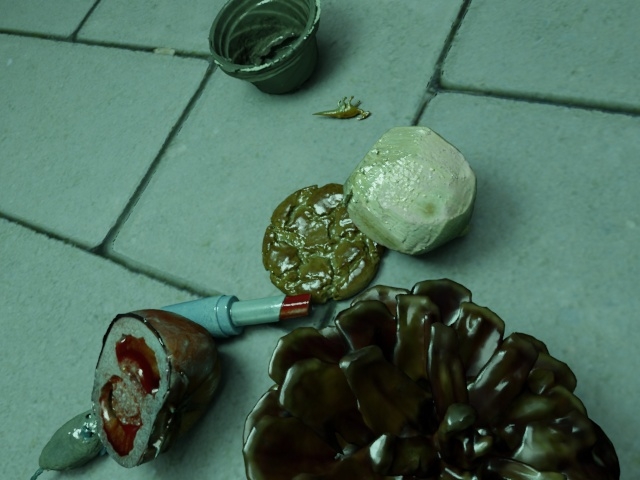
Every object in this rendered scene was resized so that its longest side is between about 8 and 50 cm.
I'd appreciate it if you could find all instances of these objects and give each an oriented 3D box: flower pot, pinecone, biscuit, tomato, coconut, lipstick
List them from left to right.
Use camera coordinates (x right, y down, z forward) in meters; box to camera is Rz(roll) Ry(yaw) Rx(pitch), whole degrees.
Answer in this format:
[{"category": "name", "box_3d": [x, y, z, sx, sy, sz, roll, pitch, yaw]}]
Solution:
[{"category": "tomato", "box_3d": [-0.228, 0.206, 0.799, 0.180, 0.155, 0.214, 35, 109, 29]}, {"category": "lipstick", "box_3d": [-0.137, 0.119, 0.859, 0.273, 0.068, 0.061, -10, 21, 19]}, {"category": "flower pot", "box_3d": [-0.090, -0.384, 1.054, 0.235, 0.140, 0.236, -9, 63, 19]}, {"category": "biscuit", "box_3d": [0.000, 0.000, 0.886, 0.225, 0.042, 0.226, -8, 63, 16]}, {"category": "pinecone", "box_3d": [0.094, 0.228, 0.549, 0.397, 0.398, 0.398, -9, 62, 17]}, {"category": "coconut", "box_3d": [0.140, -0.066, 0.786, 0.194, 0.194, 0.195, -9, 62, 17]}]

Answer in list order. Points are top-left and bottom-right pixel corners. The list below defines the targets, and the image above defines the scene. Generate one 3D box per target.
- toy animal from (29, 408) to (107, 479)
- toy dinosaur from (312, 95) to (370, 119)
[{"category": "toy animal", "box_3d": [-0.419, 0.364, 0.852, 0.253, 0.070, 0.079, -53, 43, -6]}, {"category": "toy dinosaur", "box_3d": [0.039, -0.248, 1.001, 0.113, 0.026, 0.041, 8, 84, 15]}]
